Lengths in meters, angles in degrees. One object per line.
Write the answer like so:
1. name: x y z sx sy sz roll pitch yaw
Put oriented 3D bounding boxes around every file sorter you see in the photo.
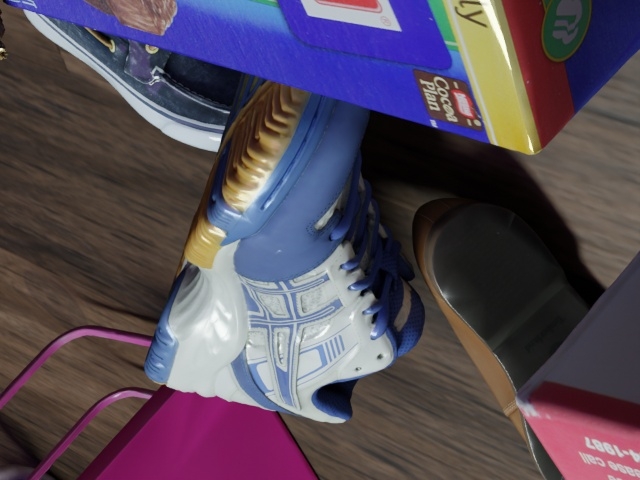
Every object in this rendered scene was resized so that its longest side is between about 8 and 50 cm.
1. file sorter: -0.124 0.230 1.302 0.182 0.202 0.291 8 137 45

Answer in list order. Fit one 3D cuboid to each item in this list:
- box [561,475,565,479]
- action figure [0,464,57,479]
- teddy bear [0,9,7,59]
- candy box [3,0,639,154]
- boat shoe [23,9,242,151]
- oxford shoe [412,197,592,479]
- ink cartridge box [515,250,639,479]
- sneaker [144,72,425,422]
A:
1. box: 0.178 0.115 0.827 0.101 0.087 0.102 43 -166 1
2. action figure: -0.157 0.373 1.657 0.370 0.248 0.276 11 98 28
3. teddy bear: -0.231 -0.181 0.814 0.338 0.113 0.245 -103 -8 -50
4. candy box: -0.037 -0.195 0.676 0.317 0.122 0.268 19 144 38
5. boat shoe: -0.089 -0.118 0.919 0.183 0.065 0.083 32 148 18
6. oxford shoe: 0.116 0.060 0.913 0.212 0.076 0.076 58 173 -19
7. ink cartridge box: 0.290 0.161 0.645 0.279 0.160 0.385 11 141 51
8. sneaker: 0.000 0.000 0.870 0.131 0.112 0.296 19 152 -3
